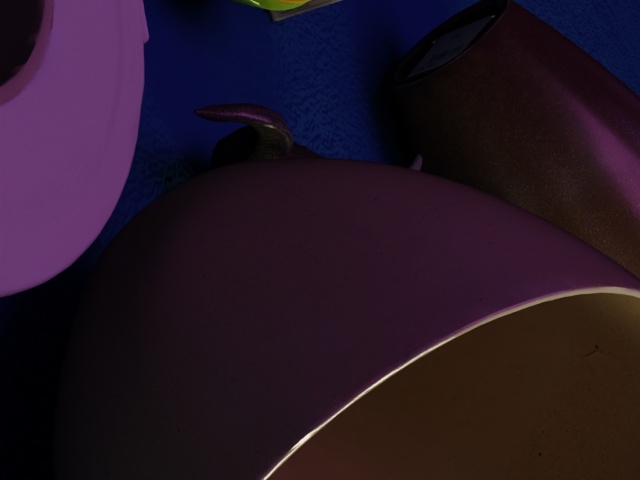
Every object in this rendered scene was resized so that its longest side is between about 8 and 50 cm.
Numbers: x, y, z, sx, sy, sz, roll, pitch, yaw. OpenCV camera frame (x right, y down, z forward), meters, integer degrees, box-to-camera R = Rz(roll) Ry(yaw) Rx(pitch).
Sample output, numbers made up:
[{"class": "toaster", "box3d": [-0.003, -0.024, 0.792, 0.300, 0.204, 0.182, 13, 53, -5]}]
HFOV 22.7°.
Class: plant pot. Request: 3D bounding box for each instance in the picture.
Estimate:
[{"class": "plant pot", "box3d": [-0.006, 0.072, 0.710, 0.191, 0.284, 0.284, 48, 7, 34]}, {"class": "plant pot", "box3d": [0.161, -0.061, 1.196, 0.230, 0.215, 0.215, 51, 32, -18]}]

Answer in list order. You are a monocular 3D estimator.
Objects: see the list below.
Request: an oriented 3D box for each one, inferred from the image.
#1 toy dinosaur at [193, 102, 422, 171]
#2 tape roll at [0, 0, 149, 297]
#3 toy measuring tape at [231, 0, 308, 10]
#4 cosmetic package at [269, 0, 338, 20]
[{"class": "toy dinosaur", "box3d": [0.000, 0.000, 0.904, 0.313, 0.160, 0.121, 21, 102, -48]}, {"class": "tape roll", "box3d": [-0.179, -0.108, 0.579, 0.286, 0.100, 0.286, 42, 41, -51]}, {"class": "toy measuring tape", "box3d": [-0.073, -0.197, 0.867, 0.330, 0.121, 0.121, 9, 69, -48]}, {"class": "cosmetic package", "box3d": [-0.023, -0.204, 1.014, 0.041, 0.060, 0.115, -66, 138, -56]}]
